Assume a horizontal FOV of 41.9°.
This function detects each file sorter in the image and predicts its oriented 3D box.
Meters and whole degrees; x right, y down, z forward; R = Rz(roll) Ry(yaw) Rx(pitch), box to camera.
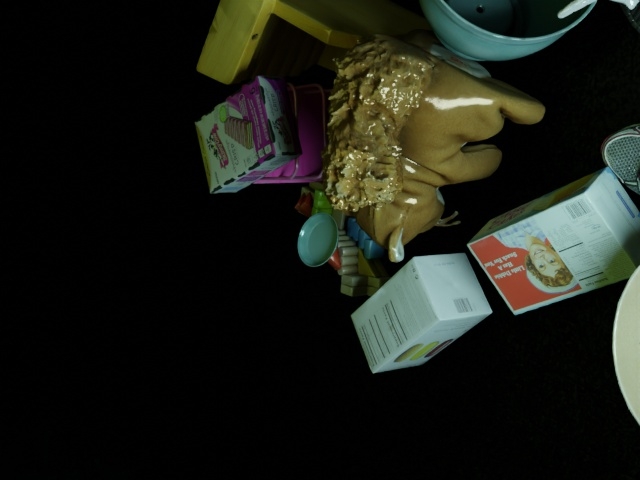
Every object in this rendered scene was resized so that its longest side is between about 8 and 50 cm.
[{"bbox_3d":[0.010,-0.220,1.723,0.182,0.290,0.202,6,98,52],"label":"file sorter"}]

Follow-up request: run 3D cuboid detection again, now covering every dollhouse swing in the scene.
[{"bbox_3d":[0.007,-0.371,1.676,0.305,0.346,0.315,51,133,24],"label":"dollhouse swing"}]

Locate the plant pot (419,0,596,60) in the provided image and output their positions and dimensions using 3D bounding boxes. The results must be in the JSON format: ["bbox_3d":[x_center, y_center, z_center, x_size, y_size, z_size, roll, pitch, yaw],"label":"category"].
[{"bbox_3d":[0.280,-0.413,1.357,0.196,0.293,0.293,116,142,-74],"label":"plant pot"}]

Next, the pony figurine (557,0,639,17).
[{"bbox_3d":[0.506,-0.378,1.031,0.363,0.302,0.351,35,115,23],"label":"pony figurine"}]

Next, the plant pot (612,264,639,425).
[{"bbox_3d":[0.546,0.139,1.060,0.284,0.190,0.284,-6,83,62],"label":"plant pot"}]

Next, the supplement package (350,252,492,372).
[{"bbox_3d":[0.190,0.144,1.629,0.244,0.139,0.134,-49,54,47],"label":"supplement package"}]

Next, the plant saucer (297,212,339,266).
[{"bbox_3d":[0.000,0.000,1.802,0.119,0.021,0.119,-15,67,40],"label":"plant saucer"}]

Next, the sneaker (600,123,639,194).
[{"bbox_3d":[0.513,-0.084,1.168,0.299,0.112,0.121,41,126,47],"label":"sneaker"}]

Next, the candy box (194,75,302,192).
[{"bbox_3d":[-0.146,-0.202,1.633,0.233,0.071,0.159,-25,75,48],"label":"candy box"}]

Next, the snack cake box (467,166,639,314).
[{"bbox_3d":[0.382,0.008,1.338,0.152,0.089,0.264,54,143,-6],"label":"snack cake box"}]

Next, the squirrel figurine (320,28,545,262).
[{"bbox_3d":[0.130,-0.155,1.463,0.281,0.396,0.371,48,124,35],"label":"squirrel figurine"}]

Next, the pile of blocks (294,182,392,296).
[{"bbox_3d":[0.041,-0.020,1.849,0.362,0.112,0.149,57,136,34],"label":"pile of blocks"}]

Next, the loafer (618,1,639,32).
[{"bbox_3d":[0.476,-0.379,1.223,0.220,0.078,0.080,54,153,14],"label":"loafer"}]
